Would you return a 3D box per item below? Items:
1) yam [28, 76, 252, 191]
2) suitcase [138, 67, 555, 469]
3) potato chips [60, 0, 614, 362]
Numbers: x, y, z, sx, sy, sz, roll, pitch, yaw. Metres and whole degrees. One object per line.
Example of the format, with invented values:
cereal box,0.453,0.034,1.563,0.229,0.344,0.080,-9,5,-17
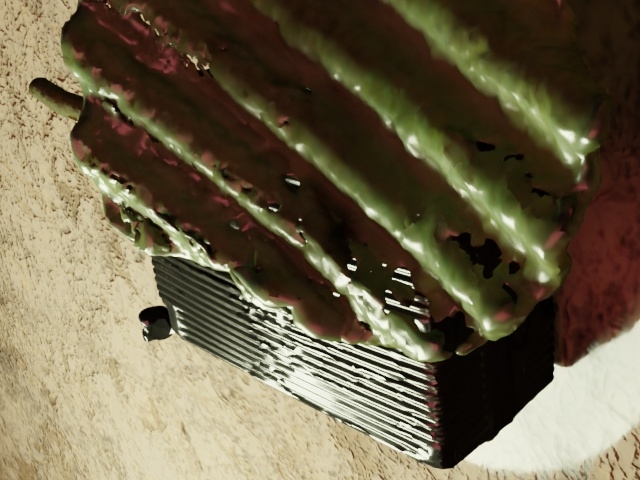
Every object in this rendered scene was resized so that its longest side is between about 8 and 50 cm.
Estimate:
yam,-0.130,-0.073,0.710,0.234,0.027,0.029,30,131,31
suitcase,0.000,0.000,0.743,0.335,0.152,0.229,19,127,44
potato chips,0.006,-0.134,0.552,0.389,0.097,0.373,14,90,38
